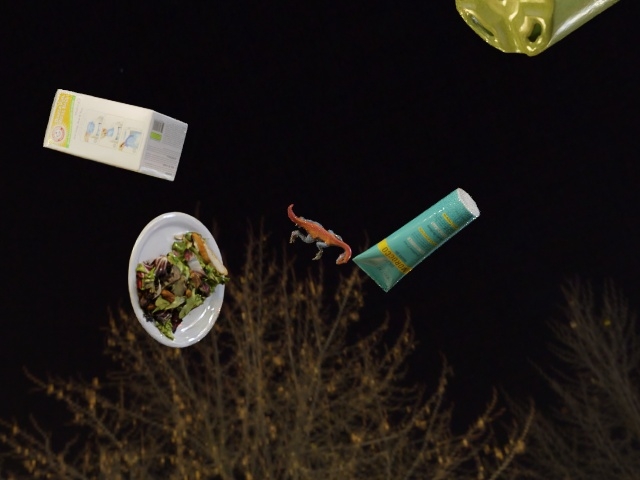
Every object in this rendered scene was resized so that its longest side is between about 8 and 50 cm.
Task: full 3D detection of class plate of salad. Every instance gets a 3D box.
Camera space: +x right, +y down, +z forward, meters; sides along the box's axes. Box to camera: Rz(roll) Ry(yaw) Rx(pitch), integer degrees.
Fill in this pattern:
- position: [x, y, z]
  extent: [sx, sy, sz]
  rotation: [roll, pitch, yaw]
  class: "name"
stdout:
- position: [-0.200, 0.057, 1.209]
  extent: [0.048, 0.200, 0.200]
  rotation: [-4, -32, 34]
  class: "plate of salad"

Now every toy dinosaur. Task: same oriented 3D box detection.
- position: [0.000, 0.000, 1.086]
  extent: [0.082, 0.047, 0.090]
  rotation: [19, -14, 26]
  class: "toy dinosaur"

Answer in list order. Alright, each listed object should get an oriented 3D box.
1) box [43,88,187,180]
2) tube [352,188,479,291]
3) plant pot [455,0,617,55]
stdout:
- position: [-0.349, -0.180, 1.404]
  extent: [0.203, 0.103, 0.114]
  rotation: [15, 2, 21]
  class: "box"
- position: [0.152, -0.001, 1.286]
  extent: [0.207, 0.052, 0.080]
  rotation: [-39, -79, 26]
  class: "tube"
- position: [0.301, -0.378, 1.038]
  extent: [0.254, 0.276, 0.276]
  rotation: [-42, -40, -12]
  class: "plant pot"
